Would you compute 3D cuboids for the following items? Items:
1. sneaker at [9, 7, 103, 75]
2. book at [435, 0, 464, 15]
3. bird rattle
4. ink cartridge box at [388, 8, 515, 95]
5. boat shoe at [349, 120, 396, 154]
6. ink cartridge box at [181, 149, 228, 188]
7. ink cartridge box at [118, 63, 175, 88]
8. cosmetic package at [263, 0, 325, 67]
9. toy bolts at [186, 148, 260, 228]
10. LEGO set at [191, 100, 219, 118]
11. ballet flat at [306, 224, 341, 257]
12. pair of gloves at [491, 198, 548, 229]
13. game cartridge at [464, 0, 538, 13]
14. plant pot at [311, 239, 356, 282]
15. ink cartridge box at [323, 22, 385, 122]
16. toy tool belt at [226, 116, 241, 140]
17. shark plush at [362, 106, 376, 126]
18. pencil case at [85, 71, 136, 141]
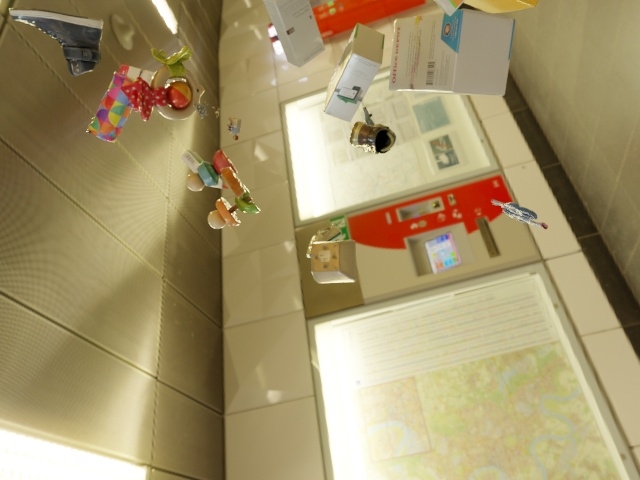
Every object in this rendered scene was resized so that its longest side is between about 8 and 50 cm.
[{"bbox_3d":[-0.718,-0.540,1.369,0.086,0.226,0.163,38,122,49],"label":"sneaker"},{"bbox_3d":[0.301,-0.579,1.081,0.096,0.144,0.035,32,-157,-34],"label":"book"},{"bbox_3d":[-0.445,-0.449,1.489,0.207,0.143,0.253,41,-118,-47],"label":"bird rattle"},{"bbox_3d":[0.350,-0.506,1.377,0.270,0.197,0.198,29,120,56],"label":"ink cartridge box"},{"bbox_3d":[0.146,-0.247,1.242,0.224,0.073,0.080,-9,-58,-61],"label":"boat shoe"},{"bbox_3d":[-0.502,-0.314,2.246,0.181,0.056,0.225,46,-166,10],"label":"ink cartridge box"},{"bbox_3d":[-0.698,-0.639,2.085,0.172,0.237,0.100,8,-78,-62],"label":"ink cartridge box"},{"bbox_3d":[-0.080,-0.687,1.595,0.085,0.117,0.231,41,166,43],"label":"cosmetic package"},{"bbox_3d":[-0.325,-0.161,1.544,0.228,0.159,0.218,59,180,19],"label":"toy bolts"},{"bbox_3d":[-0.345,-0.393,1.504,0.023,0.083,0.054,-119,25,-74],"label":"LEGO set"},{"bbox_3d":[0.000,0.000,1.514,0.052,0.057,0.168,47,-138,8],"label":"ballet flat"},{"bbox_3d":[0.648,-0.090,1.631,0.159,0.023,0.198,29,-178,42],"label":"pair of gloves"},{"bbox_3d":[0.452,-0.749,1.475,0.323,0.286,0.052,-102,30,-69],"label":"game cartridge"},{"bbox_3d":[0.026,0.049,1.272,0.096,0.109,0.109,24,-116,-69],"label":"plant pot"},{"bbox_3d":[0.094,-0.478,1.441,0.219,0.093,0.160,122,163,-50],"label":"ink cartridge box"},{"bbox_3d":[-0.337,-0.431,1.926,0.052,0.051,0.083,-38,-37,-65],"label":"toy tool belt"},{"bbox_3d":[0.184,-0.403,1.823,0.067,0.073,0.161,-33,-51,-47],"label":"shark plush"},{"bbox_3d":[-0.688,-0.442,1.667,0.104,0.236,0.104,34,-167,-9],"label":"pencil case"}]
